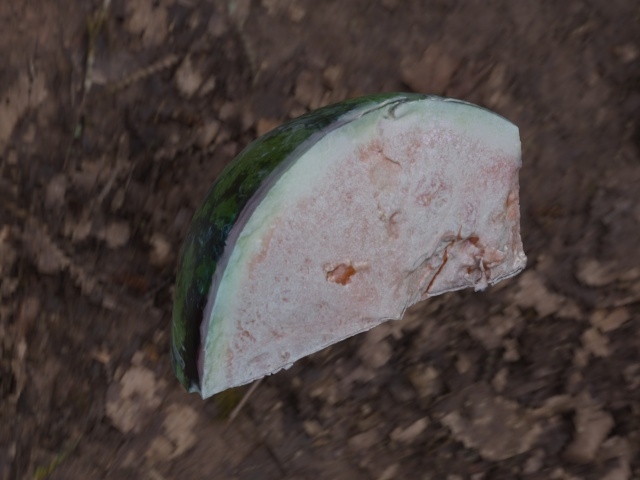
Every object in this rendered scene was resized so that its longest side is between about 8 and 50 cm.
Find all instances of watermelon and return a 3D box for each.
[{"bbox_3d":[0.000,0.000,1.362,0.305,0.224,0.180,-24,69,-30],"label":"watermelon"}]
